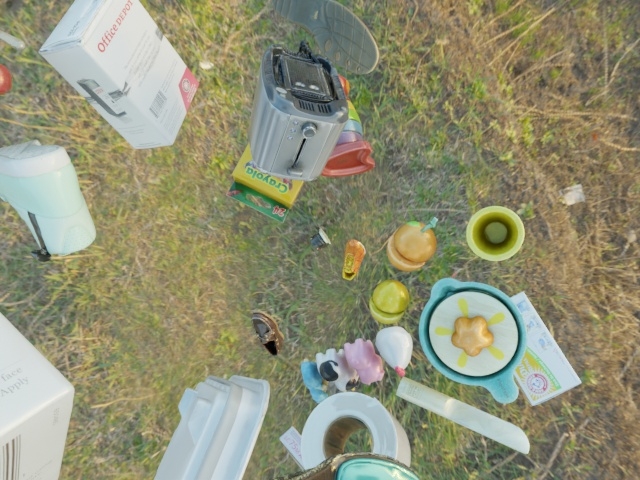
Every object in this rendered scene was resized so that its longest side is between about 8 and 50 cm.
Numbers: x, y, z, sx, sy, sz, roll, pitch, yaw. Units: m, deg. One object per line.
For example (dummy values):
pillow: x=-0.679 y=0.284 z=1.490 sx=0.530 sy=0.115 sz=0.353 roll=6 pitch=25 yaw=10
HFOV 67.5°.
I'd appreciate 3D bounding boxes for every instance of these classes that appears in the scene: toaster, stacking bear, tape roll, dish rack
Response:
toaster: x=-0.044 y=-0.199 z=0.748 sx=0.129 sy=0.146 sz=0.227 roll=7 pitch=45 yaw=-20
stacking bear: x=0.038 y=-0.339 z=1.335 sx=0.164 sy=0.175 sz=0.289 roll=-13 pitch=76 yaw=8
tape roll: x=0.092 y=0.524 z=1.205 sx=0.246 sy=0.169 sz=0.246 roll=-11 pitch=56 yaw=16
dish rack: x=-0.178 y=0.304 z=0.619 sx=0.072 sy=0.333 sz=0.286 roll=25 pitch=70 yaw=-11

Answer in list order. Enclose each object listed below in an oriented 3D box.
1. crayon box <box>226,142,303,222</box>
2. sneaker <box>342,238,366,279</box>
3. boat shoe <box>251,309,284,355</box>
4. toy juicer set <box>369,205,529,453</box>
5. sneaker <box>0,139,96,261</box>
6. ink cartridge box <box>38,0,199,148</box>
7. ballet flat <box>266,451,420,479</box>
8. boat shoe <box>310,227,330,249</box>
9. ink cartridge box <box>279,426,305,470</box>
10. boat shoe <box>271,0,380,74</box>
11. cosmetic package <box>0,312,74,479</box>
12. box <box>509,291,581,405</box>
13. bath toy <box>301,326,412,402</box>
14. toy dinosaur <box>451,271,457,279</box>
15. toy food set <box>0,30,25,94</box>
crayon box: x=-0.129 y=-0.239 z=1.456 sx=0.202 sy=0.081 sz=0.319 roll=26 pitch=81 yaw=-2
sneaker: x=0.101 y=0.063 z=1.486 sx=0.064 sy=0.175 sz=0.067 roll=17 pitch=53 yaw=16
boat shoe: x=-0.174 y=0.310 z=1.581 sx=0.073 sy=0.207 sz=0.073 roll=-2 pitch=49 yaw=25
toy juicer set: x=0.164 y=0.123 z=0.641 sx=0.209 sy=0.089 sz=0.329 roll=-2 pitch=92 yaw=22
sneaker: x=-0.392 y=-0.053 z=0.652 sx=0.094 sy=0.255 sz=0.151 roll=-28 pitch=120 yaw=-36
ink cartridge box: x=-0.317 y=-0.282 z=0.790 sx=0.092 sy=0.218 sz=0.159 roll=-1 pitch=58 yaw=23
ballet flat: x=-0.012 y=0.495 z=0.917 sx=0.182 sy=0.482 sz=0.164 roll=-16 pitch=68 yaw=47
boat shoe: x=-0.001 y=-0.002 z=1.238 sx=0.042 sy=0.133 sz=0.049 roll=-35 pitch=89 yaw=6
ink cartridge box: x=-0.037 y=0.707 z=1.523 sx=0.065 sy=0.311 sz=0.186 roll=-38 pitch=64 yaw=-22
boat shoe: x=0.015 y=-0.291 z=0.644 sx=0.178 sy=0.060 sz=0.064 roll=42 pitch=122 yaw=10
cosmetic package: x=-0.282 y=0.113 z=0.292 sx=0.183 sy=0.151 sz=0.151 roll=39 pitch=127 yaw=13
box: x=0.428 y=0.225 z=0.998 sx=0.103 sy=0.114 sz=0.203 roll=-30 pitch=70 yaw=9
bath toy: x=0.112 y=0.355 z=1.349 sx=0.348 sy=0.151 sz=0.129 roll=-29 pitch=59 yaw=29
toy dinosaur: x=0.287 y=0.130 z=1.027 sx=0.082 sy=0.047 sz=0.090 roll=46 pitch=126 yaw=23
toy food set: x=-0.481 y=-0.192 z=0.634 sx=0.128 sy=0.071 sz=0.218 roll=20 pitch=59 yaw=17
